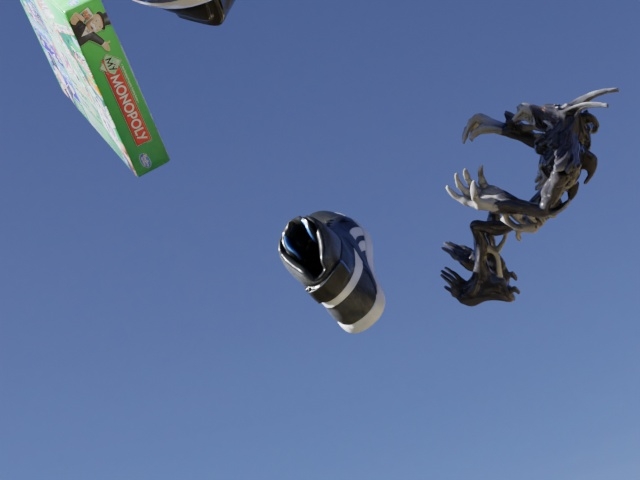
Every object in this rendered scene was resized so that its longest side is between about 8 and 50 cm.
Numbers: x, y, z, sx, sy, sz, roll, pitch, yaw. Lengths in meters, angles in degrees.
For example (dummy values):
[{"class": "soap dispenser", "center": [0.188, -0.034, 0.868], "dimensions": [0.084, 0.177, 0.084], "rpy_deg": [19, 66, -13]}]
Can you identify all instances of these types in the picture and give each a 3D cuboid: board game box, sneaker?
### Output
[{"class": "board game box", "center": [-0.280, -0.223, 1.811], "dimensions": [0.046, 0.317, 0.213], "rpy_deg": [-28, -58, -12]}, {"class": "sneaker", "center": [0.000, 0.000, 1.715], "dimensions": [0.079, 0.217, 0.121], "rpy_deg": [-39, -58, 8]}]

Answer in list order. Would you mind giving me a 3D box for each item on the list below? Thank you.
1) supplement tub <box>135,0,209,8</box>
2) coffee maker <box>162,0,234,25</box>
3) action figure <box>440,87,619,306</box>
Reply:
[{"class": "supplement tub", "center": [-0.193, -0.362, 1.359], "dimensions": [0.228, 0.228, 0.316], "rpy_deg": [-29, -31, 24]}, {"class": "coffee maker", "center": [-0.111, -0.346, 1.774], "dimensions": [0.171, 0.178, 0.120], "rpy_deg": [2, -34, 44]}, {"class": "action figure", "center": [0.204, -0.063, 1.652], "dimensions": [0.275, 0.141, 0.164], "rpy_deg": [-65, -2, 32]}]
